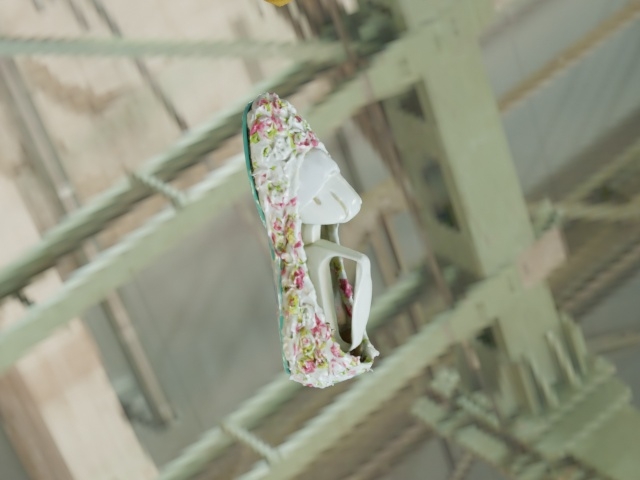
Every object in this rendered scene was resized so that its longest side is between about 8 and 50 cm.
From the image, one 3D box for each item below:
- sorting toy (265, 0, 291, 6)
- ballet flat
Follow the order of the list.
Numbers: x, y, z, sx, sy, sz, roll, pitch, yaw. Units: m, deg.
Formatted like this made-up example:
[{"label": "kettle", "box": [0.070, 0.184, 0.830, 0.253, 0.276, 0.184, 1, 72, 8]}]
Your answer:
[{"label": "sorting toy", "box": [0.082, -0.259, 1.149, 0.307, 0.041, 0.229, -21, -114, 37]}, {"label": "ballet flat", "box": [0.000, 0.000, 1.528, 0.077, 0.241, 0.091, -1, -160, 28]}]
